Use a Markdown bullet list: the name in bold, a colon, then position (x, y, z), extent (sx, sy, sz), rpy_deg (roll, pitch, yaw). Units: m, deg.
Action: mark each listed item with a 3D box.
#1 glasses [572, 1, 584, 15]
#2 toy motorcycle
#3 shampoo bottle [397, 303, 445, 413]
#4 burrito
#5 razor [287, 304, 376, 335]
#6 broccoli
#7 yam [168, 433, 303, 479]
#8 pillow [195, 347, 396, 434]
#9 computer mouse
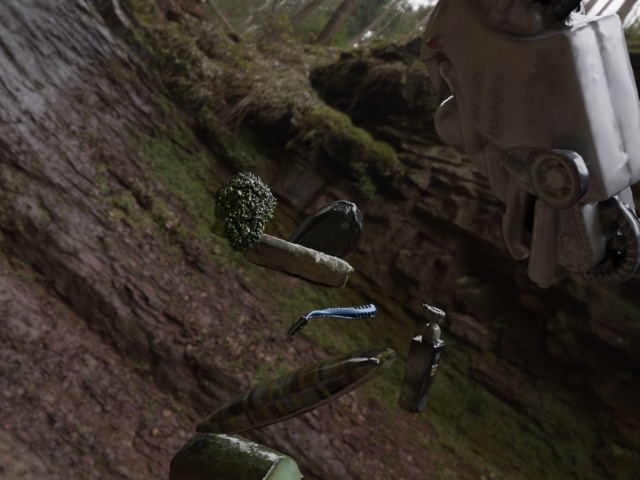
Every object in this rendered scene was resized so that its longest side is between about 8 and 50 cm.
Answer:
- **glasses**: position (0.303, -0.297, 1.015), extent (0.118, 0.234, 0.268), rpy_deg (17, -23, -30)
- **toy motorcycle**: position (0.147, -0.093, 0.447), extent (0.171, 0.110, 0.260), rpy_deg (13, -55, 61)
- **shampoo bottle**: position (0.197, 0.228, 1.192), extent (0.064, 0.207, 0.057), rpy_deg (19, 13, 26)
- **burrito**: position (-0.044, 0.029, 0.917), extent (0.188, 0.045, 0.058), rpy_deg (18, -60, 6)
- **razor**: position (0.037, 0.186, 1.528), extent (0.082, 0.253, 0.042), rpy_deg (-52, -128, 43)
- **broccoli**: position (-0.098, -0.032, 0.752), extent (0.097, 0.095, 0.092), rpy_deg (50, -56, 13)
- **yam**: position (-0.190, 0.544, 1.397), extent (0.300, 0.195, 0.195), rpy_deg (5, -42, 38)
- **pillow**: position (-0.017, 0.176, 0.727), extent (0.208, 0.212, 0.052), rpy_deg (31, 38, -76)
- **computer mouse**: position (-0.002, -0.003, 1.346), extent (0.126, 0.231, 0.071), rpy_deg (30, 27, -27)
